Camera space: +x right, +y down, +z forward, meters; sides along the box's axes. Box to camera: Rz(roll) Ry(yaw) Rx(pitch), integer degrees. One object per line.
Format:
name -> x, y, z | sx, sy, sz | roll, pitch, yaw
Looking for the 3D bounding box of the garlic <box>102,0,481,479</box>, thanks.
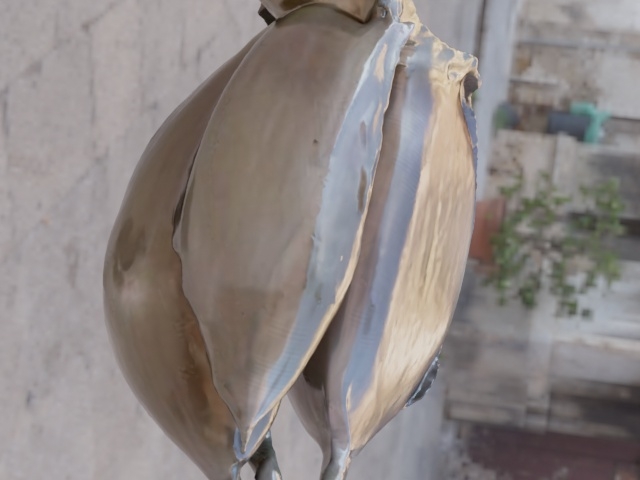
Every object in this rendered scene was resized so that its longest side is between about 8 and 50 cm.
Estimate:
garlic -> 0.000, 0.000, 0.687 | 0.237, 0.210, 0.292 | -150, -106, -75
